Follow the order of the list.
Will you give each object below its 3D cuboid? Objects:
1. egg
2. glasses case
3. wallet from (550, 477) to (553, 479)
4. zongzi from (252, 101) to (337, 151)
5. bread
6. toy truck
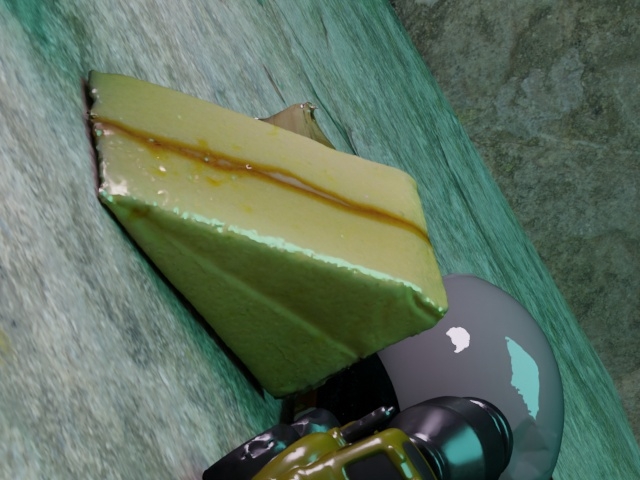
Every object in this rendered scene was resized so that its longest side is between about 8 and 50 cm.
[{"bbox_3d":[0.139,0.148,1.673,0.176,0.176,0.232,46,26,-57],"label":"egg"},{"bbox_3d":[0.023,0.146,1.429,0.103,0.067,0.267,62,10,-15],"label":"glasses case"},{"bbox_3d":[0.271,0.357,2.042,0.095,0.026,0.176,-94,175,-62],"label":"wallet"},{"bbox_3d":[0.000,0.000,1.609,0.194,0.099,0.197,-103,170,-49],"label":"zongzi"},{"bbox_3d":[-0.035,-0.031,1.323,0.264,0.163,0.168,52,16,-43],"label":"bread"},{"bbox_3d":[0.038,0.164,1.166,0.147,0.165,0.224,58,12,10],"label":"toy truck"}]
